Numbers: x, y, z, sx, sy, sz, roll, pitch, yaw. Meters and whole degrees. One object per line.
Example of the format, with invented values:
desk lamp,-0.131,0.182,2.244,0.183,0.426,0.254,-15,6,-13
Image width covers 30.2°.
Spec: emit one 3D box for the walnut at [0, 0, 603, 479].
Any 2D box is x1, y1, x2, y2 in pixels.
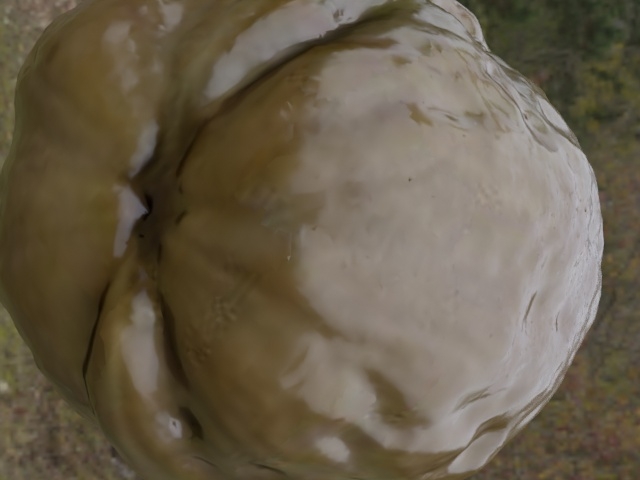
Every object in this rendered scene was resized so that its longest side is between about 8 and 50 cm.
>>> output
walnut,0.001,-0.004,0.648,0.344,0.306,0.306,25,59,-64
